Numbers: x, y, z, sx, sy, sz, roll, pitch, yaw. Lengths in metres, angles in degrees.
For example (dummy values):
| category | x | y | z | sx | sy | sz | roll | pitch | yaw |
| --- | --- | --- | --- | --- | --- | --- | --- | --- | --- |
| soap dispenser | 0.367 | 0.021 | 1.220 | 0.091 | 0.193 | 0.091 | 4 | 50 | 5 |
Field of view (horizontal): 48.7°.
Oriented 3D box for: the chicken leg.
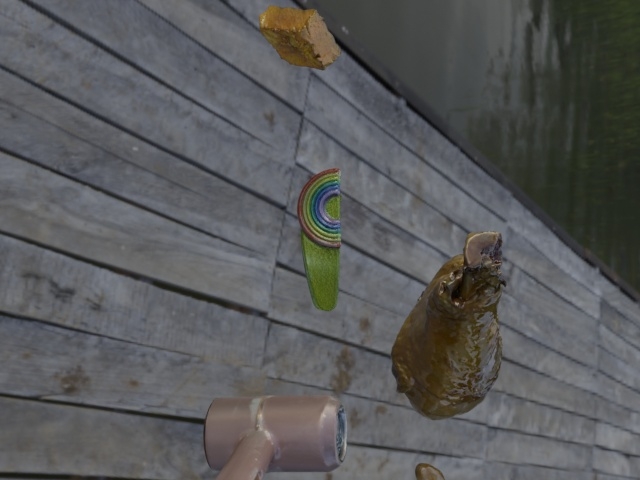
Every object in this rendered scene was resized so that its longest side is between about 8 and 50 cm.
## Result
| category | x | y | z | sx | sy | sz | roll | pitch | yaw |
| --- | --- | --- | --- | --- | --- | --- | --- | --- | --- |
| chicken leg | 0.230 | 0.102 | 1.169 | 0.409 | 0.182 | 0.295 | 89 | 22 | -49 |

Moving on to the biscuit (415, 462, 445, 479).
| category | x | y | z | sx | sy | sz | roll | pitch | yaw |
| --- | --- | --- | --- | --- | --- | --- | --- | --- | --- |
| biscuit | 0.202 | 0.496 | 1.188 | 0.164 | 0.047 | 0.208 | 41 | 44 | -40 |

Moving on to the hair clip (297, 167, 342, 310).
| category | x | y | z | sx | sy | sz | roll | pitch | yaw |
| --- | --- | --- | --- | --- | --- | --- | --- | --- | --- |
| hair clip | 0.000 | 0.000 | 0.932 | 0.033 | 0.060 | 0.188 | -9 | 98 | -74 |

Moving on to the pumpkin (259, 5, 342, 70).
| category | x | y | z | sx | sy | sz | roll | pitch | yaw |
| --- | --- | --- | --- | --- | --- | --- | --- | --- | --- |
| pumpkin | -0.024 | -0.247 | 0.852 | 0.054 | 0.083 | 0.074 | -62 | 144 | -15 |

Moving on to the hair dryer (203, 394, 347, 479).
| category | x | y | z | sx | sy | sz | roll | pitch | yaw |
| --- | --- | --- | --- | --- | --- | --- | --- | --- | --- |
| hair dryer | -0.084 | 0.298 | 0.880 | 0.344 | 0.189 | 0.107 | -47 | 132 | -73 |
